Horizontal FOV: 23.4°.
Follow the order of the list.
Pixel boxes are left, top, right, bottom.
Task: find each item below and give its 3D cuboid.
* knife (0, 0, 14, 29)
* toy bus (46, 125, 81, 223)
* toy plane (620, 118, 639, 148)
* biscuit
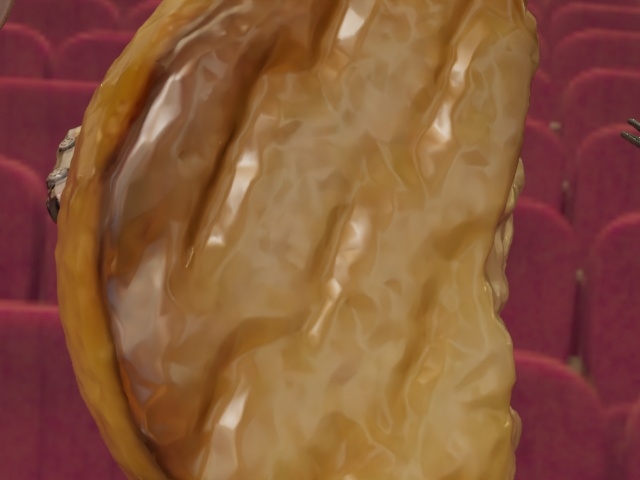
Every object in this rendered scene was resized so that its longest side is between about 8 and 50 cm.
[{"bbox_3d":[-0.133,-0.100,0.570,0.032,0.058,0.244,-12,9,-23],"label":"knife"},{"bbox_3d":[-0.242,-0.071,1.618,0.072,0.057,0.172,-20,27,9],"label":"toy bus"},{"bbox_3d":[0.315,-0.045,1.005,0.235,0.096,0.060,29,-14,0],"label":"toy plane"},{"bbox_3d":[-0.001,0.000,0.608,0.213,0.274,0.091,12,-3,-27],"label":"biscuit"}]
